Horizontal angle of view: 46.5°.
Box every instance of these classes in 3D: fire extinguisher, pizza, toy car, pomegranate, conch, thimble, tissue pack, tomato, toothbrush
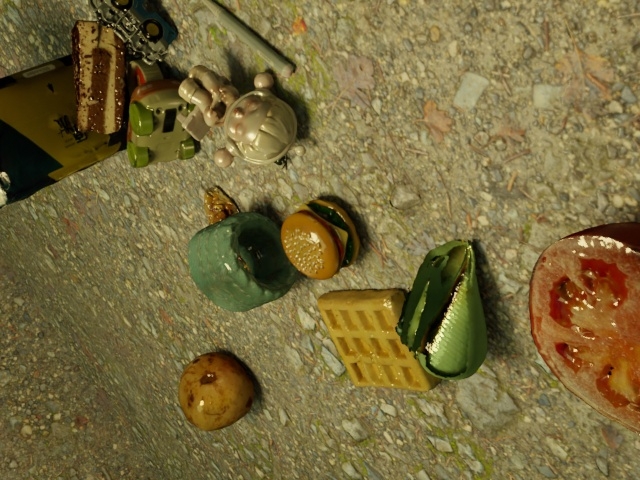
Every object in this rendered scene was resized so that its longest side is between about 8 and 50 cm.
[{"bbox_3d":[-0.094,-0.175,1.514,0.083,0.025,0.038,33,116,27],"label":"fire extinguisher"},{"bbox_3d":[-0.216,-0.010,1.755,0.127,0.058,0.246,7,125,45],"label":"pizza"},{"bbox_3d":[-0.381,-0.465,1.555,0.191,0.100,0.097,43,147,-19],"label":"toy car"},{"bbox_3d":[-0.289,0.426,2.080,0.215,0.215,0.215,29,137,31],"label":"pomegranate"},{"bbox_3d":[0.212,0.131,1.309,0.143,0.137,0.251,-3,121,29],"label":"conch"},{"bbox_3d":[-0.161,0.047,1.618,0.143,0.199,0.235,-21,142,37],"label":"thimble"},{"bbox_3d":[-0.375,-0.296,1.665,0.235,0.145,0.235,36,133,51],"label":"toy car"},{"bbox_3d":[-0.647,-0.263,1.746,0.253,0.416,0.264,-14,105,49],"label":"tissue pack"},{"bbox_3d":[0.451,0.106,1.024,0.338,0.143,0.339,34,141,33],"label":"tomato"},{"bbox_3d":[-0.176,-0.416,1.409,0.342,0.030,0.025,41,146,15],"label":"toothbrush"}]

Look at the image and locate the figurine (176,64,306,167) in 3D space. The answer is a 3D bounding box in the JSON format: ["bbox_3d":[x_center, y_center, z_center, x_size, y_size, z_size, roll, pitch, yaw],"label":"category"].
[{"bbox_3d":[-0.149,-0.223,1.432,0.256,0.182,0.145,34,155,23],"label":"figurine"}]

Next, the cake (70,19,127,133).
[{"bbox_3d":[-0.502,-0.370,1.678,0.135,0.112,0.246,30,119,58],"label":"cake"}]

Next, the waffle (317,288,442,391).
[{"bbox_3d":[0.115,0.208,1.556,0.247,0.055,0.221,-8,112,51],"label":"waffle"}]

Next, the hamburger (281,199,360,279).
[{"bbox_3d":[0.000,0.000,1.470,0.162,0.115,0.162,27,136,30],"label":"hamburger"}]
